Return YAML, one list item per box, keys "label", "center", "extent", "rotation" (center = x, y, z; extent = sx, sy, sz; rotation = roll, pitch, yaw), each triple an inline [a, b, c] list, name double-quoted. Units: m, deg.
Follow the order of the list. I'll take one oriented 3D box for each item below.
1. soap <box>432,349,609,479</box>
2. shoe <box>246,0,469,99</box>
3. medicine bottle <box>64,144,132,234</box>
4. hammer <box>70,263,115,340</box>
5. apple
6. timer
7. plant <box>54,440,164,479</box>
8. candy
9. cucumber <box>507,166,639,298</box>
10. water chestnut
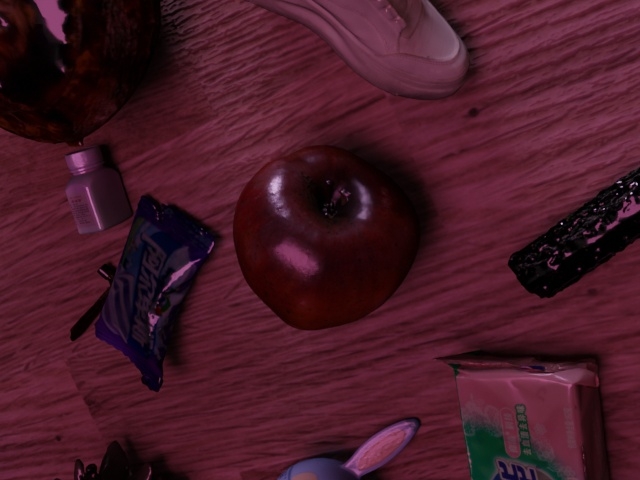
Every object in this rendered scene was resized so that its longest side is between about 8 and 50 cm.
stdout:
- label: "soap"
  center: [0.264, 0.267, 1.274]
  extent: [0.217, 0.098, 0.274]
  rotation: [1, 108, 37]
- label: "shoe"
  center: [0.046, -0.279, 1.097]
  extent: [0.316, 0.124, 0.159]
  rotation: [26, 150, -10]
- label: "medicine bottle"
  center: [-0.328, -0.075, 1.491]
  extent: [0.055, 0.074, 0.118]
  rotation: [-7, 106, 33]
- label: "hammer"
  center: [-0.355, 0.104, 1.615]
  extent: [0.065, 0.021, 0.178]
  rotation: [46, 128, 0]
- label: "apple"
  center: [-0.001, -0.001, 1.255]
  extent: [0.234, 0.234, 0.234]
  rotation: [11, 115, 26]
- label: "timer"
  center: [0.037, 0.365, 1.407]
  extent: [0.255, 0.175, 0.175]
  rotation: [-27, 95, 34]
- label: "plant"
  center: [-0.324, 0.488, 1.656]
  extent: [0.194, 0.181, 0.321]
  rotation: [17, 115, 30]
- label: "candy"
  center: [-0.249, 0.078, 1.509]
  extent: [0.145, 0.070, 0.275]
  rotation: [31, 114, 20]
- label: "cucumber"
  center: [0.335, -0.033, 1.128]
  extent: [0.072, 0.072, 0.300]
  rotation: [51, 125, 3]
- label: "water chestnut"
  center: [-0.377, -0.281, 1.297]
  extent: [0.350, 0.302, 0.351]
  rotation: [10, 110, 29]
